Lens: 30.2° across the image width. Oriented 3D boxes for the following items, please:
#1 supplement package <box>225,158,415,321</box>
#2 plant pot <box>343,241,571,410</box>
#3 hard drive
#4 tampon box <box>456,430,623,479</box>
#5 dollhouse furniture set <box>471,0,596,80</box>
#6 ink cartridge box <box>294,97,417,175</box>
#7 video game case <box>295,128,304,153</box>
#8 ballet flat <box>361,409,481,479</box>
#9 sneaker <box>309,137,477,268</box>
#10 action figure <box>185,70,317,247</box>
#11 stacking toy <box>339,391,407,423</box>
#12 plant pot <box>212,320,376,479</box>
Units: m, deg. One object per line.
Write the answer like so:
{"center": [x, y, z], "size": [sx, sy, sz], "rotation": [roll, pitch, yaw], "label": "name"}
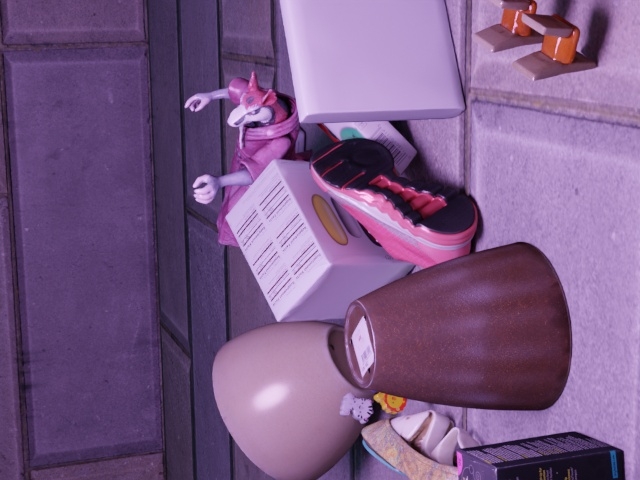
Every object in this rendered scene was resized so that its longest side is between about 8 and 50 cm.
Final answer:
{"center": [0.000, 0.000, 1.844], "size": [0.149, 0.194, 0.203], "rotation": [-48, 58, 35], "label": "supplement package"}
{"center": [0.155, 0.117, 1.468], "size": [0.215, 0.231, 0.215], "rotation": [175, 90, -71], "label": "plant pot"}
{"center": [0.058, -0.335, 1.636], "size": [0.047, 0.233, 0.352], "rotation": [138, 125, -65], "label": "hard drive"}
{"center": [0.248, 0.293, 1.342], "size": [0.101, 0.161, 0.120], "rotation": [-171, 78, -71], "label": "tampon box"}
{"center": [0.247, -0.346, 1.307], "size": [0.259, 0.135, 0.262], "rotation": [46, 139, 45], "label": "dollhouse furniture set"}
{"center": [0.037, -0.167, 1.866], "size": [0.181, 0.056, 0.225], "rotation": [44, 162, -10], "label": "ink cartridge box"}
{"center": [-0.103, -0.132, 2.468], "size": [0.329, 0.036, 0.299], "rotation": [-129, 38, -60], "label": "video game case"}
{"center": [0.165, 0.308, 1.697], "size": [0.348, 0.123, 0.123], "rotation": [-144, 52, -67], "label": "ballet flat"}
{"center": [0.092, -0.036, 1.705], "size": [0.314, 0.116, 0.136], "rotation": [36, 145, 39], "label": "sneaker"}
{"center": [-0.081, -0.133, 1.932], "size": [0.370, 0.276, 0.248], "rotation": [105, 163, -59], "label": "action figure"}
{"center": [0.104, 0.173, 1.847], "size": [0.167, 0.052, 0.221], "rotation": [141, 148, -64], "label": "stacking toy"}
{"center": [-0.015, 0.246, 2.014], "size": [0.191, 0.284, 0.284], "rotation": [-35, 54, 26], "label": "plant pot"}
